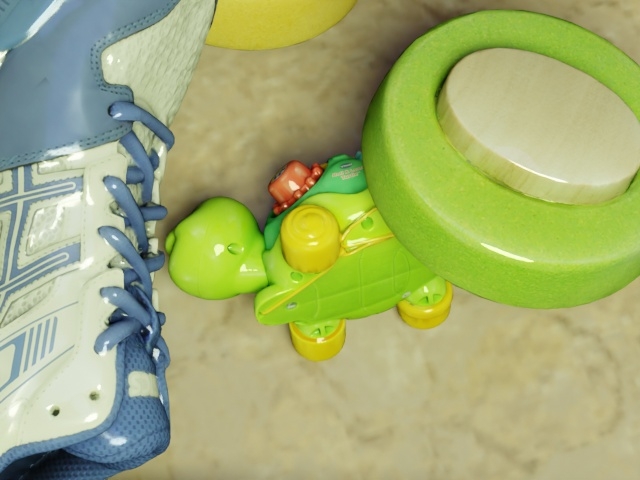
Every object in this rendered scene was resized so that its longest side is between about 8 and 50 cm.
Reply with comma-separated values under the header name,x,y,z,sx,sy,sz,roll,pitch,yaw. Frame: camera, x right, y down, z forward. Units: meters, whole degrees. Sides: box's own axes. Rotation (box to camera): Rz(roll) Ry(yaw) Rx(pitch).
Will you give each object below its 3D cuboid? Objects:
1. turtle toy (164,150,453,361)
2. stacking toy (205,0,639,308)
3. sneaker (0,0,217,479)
name,x,y,z,sx,sy,sz,roll,pitch,yaw
turtle toy,0.000,0.000,0.834,0.130,0.095,0.066,-16,56,-9
stacking toy,0.095,-0.142,0.799,0.309,0.130,0.279,-29,69,-27
sneaker,-0.092,0.022,0.728,0.131,0.112,0.296,27,92,24
